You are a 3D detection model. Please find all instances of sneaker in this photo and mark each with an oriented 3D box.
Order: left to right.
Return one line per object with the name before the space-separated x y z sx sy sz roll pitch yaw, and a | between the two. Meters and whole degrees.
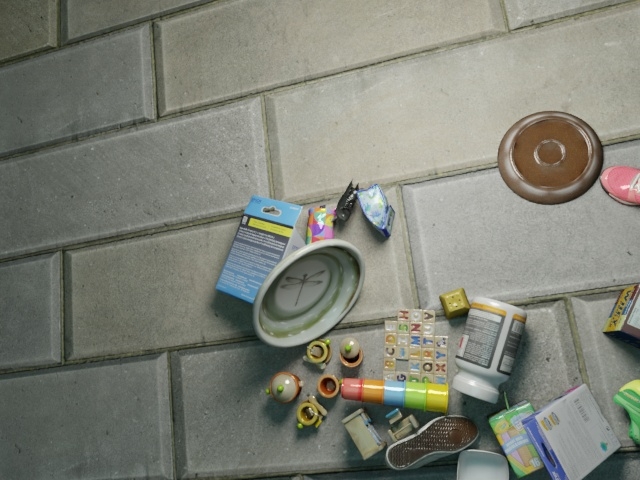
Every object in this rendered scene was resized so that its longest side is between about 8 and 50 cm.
sneaker | 0.094 -0.135 1.796 0.051 0.170 0.089 32 115 -12
sneaker | 0.322 0.601 1.616 0.290 0.123 0.105 -15 62 -9
sneaker | 0.908 0.523 1.468 0.123 0.109 0.295 -38 72 30
sneaker | 0.967 -0.143 1.550 0.314 0.136 0.115 29 87 19

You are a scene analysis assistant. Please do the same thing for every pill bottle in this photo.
pill bottle | 0.485 0.315 1.580 0.162 0.162 0.278 18 84 18

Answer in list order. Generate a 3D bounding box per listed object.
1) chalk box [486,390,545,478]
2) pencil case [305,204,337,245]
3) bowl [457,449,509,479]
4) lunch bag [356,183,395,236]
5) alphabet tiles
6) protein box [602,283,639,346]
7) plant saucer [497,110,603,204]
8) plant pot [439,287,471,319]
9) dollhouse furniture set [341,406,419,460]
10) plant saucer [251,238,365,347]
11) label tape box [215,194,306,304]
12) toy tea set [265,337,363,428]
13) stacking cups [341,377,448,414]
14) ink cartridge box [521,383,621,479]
chalk box | 0.556 0.533 1.535 0.132 0.132 0.213 -28 72 9
pencil case | 0.000 0.000 1.813 0.105 0.104 0.236 3 81 16
bowl | 0.469 0.678 1.572 0.142 0.053 0.141 3 80 17
lunch bag | 0.187 -0.091 1.761 0.096 0.129 0.151 -20 74 12
alphabet tiles | 0.298 0.336 1.710 0.198 0.009 0.237 1 80 16
protein box | 0.905 0.229 1.460 0.201 0.200 0.135 25 87 19
plant saucer | 0.714 -0.266 1.692 0.311 0.050 0.310 -3 80 15
plant pot | 0.412 0.191 1.667 0.082 0.083 0.081 -21 75 12
dollhouse furniture set | 0.184 0.547 1.639 0.184 0.129 0.129 -34 72 3
plant saucer | -0.048 0.147 1.664 0.400 0.400 0.100 -48 49 2
label tape box | -0.178 0.043 1.808 0.249 0.115 0.347 15 82 39
toy tea set | -0.015 0.426 1.717 0.200 0.124 0.336 38 91 19
stacking cups | 0.224 0.458 1.649 0.317 0.096 0.095 5 81 12
ink cartridge box | 0.655 0.522 1.442 0.065 0.311 0.185 -44 65 47
